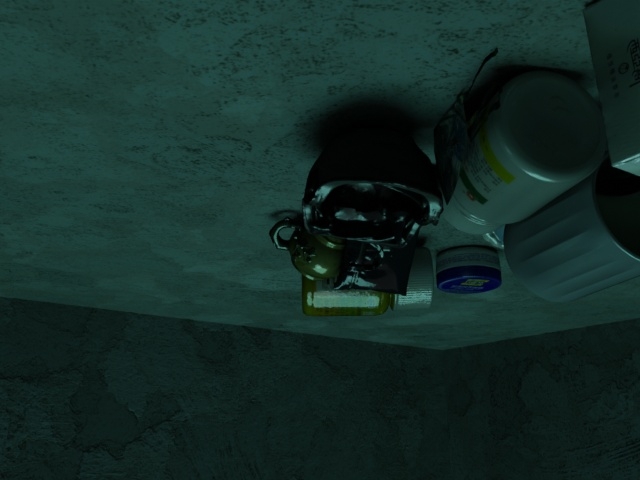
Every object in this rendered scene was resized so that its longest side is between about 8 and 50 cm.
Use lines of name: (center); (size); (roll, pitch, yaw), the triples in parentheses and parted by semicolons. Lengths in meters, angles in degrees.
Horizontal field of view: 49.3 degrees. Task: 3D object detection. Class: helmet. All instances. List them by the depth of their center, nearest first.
helmet: (0.104, -0.121, 1.386); (0.270, 0.197, 0.338); (9, 157, -6)

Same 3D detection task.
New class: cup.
cup: (0.524, -0.060, 1.383); (0.236, 0.323, 0.327); (-3, 165, -18)

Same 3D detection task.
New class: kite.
kite: (0.251, -0.211, 1.232); (0.015, 0.169, 0.310); (2, 149, -11)

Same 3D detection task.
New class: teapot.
teapot: (0.000, 0.000, 1.876); (0.269, 0.173, 0.183); (23, 122, -18)

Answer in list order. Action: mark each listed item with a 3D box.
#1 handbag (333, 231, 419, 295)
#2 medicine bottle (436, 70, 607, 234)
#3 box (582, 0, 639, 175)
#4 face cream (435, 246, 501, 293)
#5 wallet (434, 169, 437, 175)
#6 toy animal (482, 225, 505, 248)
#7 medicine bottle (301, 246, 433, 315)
handbag: (0.153, 0.023, 1.827); (0.211, 0.254, 0.089); (5, -162, -18)
medicine bottle: (0.348, -0.144, 1.300); (0.208, 0.208, 0.340); (3, 162, -12)
box: (0.490, -0.217, 0.989); (0.194, 0.261, 0.111); (10, 156, -33)
face cream: (0.471, 0.094, 2.233); (0.205, 0.111, 0.206); (-1, 162, 0)
wallet: (0.256, -0.112, 1.676); (0.168, 0.052, 0.245); (5, 166, -20)
toy animal: (0.483, -0.068, 1.644); (0.208, 0.156, 0.204); (9, 164, -39)
medicine bottle: (0.135, 0.115, 2.101); (0.384, 0.225, 0.224); (-1, 163, 0)
